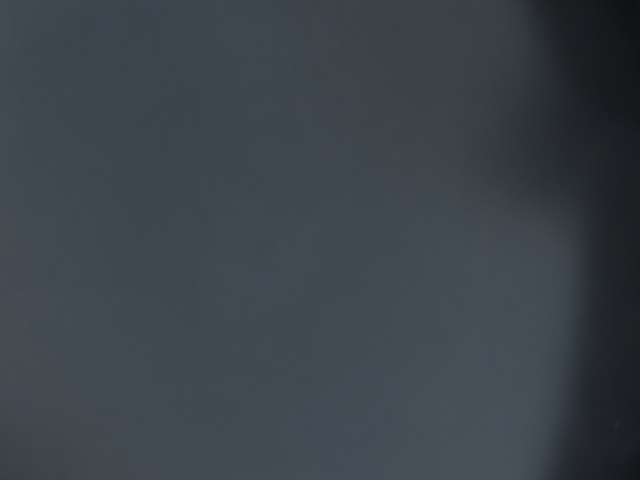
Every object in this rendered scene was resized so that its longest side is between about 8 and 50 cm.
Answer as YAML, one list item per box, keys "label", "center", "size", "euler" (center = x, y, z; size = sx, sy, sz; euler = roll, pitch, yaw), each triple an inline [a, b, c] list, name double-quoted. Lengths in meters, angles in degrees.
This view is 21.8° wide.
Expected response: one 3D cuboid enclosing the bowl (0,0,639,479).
- label: "bowl"
  center: [0.000, 0.000, 0.377]
  size: [0.077, 0.391, 0.391]
  euler: [-4, -61, 54]
